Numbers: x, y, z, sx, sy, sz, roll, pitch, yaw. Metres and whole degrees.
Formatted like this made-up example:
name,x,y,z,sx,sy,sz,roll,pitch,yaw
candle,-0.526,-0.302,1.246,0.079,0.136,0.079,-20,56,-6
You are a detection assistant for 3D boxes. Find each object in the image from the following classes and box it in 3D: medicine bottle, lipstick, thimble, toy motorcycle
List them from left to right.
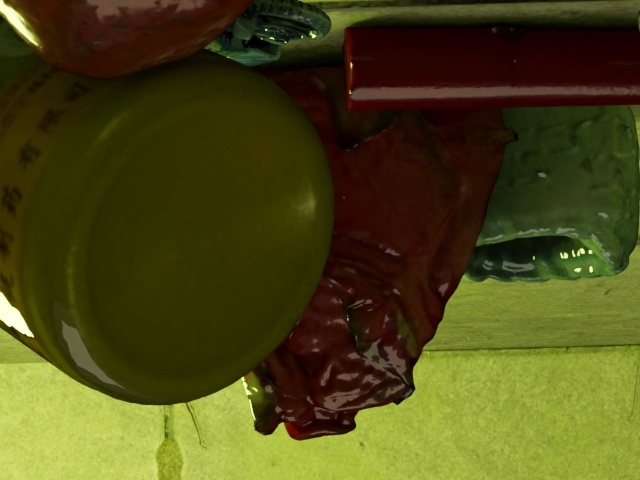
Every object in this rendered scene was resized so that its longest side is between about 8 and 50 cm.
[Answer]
name,x,y,z,sx,sy,sz,roll,pitch,yaw
medicine bottle,-0.185,-0.055,1.241,0.224,0.224,0.384,9,-167,-41
toy motorcycle,-0.098,-0.162,1.357,0.135,0.092,0.254,15,171,-27
lipstick,0.159,-0.144,1.520,0.279,0.073,0.073,-1,168,-5
thimble,0.199,-0.048,1.739,0.204,0.172,0.250,8,167,-31

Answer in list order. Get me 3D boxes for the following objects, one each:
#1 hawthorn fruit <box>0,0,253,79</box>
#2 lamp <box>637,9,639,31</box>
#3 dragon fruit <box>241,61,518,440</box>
name,x,y,z,sx,sy,sz,roll,pitch,yaw
hawthorn fruit,-0.105,-0.182,1.035,0.189,0.189,0.189,-2,168,0
lamp,0.295,-0.190,1.243,0.101,0.101,0.250,3,160,-22
dragon fruit,-0.006,-0.003,1.590,0.286,0.329,0.228,-9,160,39
